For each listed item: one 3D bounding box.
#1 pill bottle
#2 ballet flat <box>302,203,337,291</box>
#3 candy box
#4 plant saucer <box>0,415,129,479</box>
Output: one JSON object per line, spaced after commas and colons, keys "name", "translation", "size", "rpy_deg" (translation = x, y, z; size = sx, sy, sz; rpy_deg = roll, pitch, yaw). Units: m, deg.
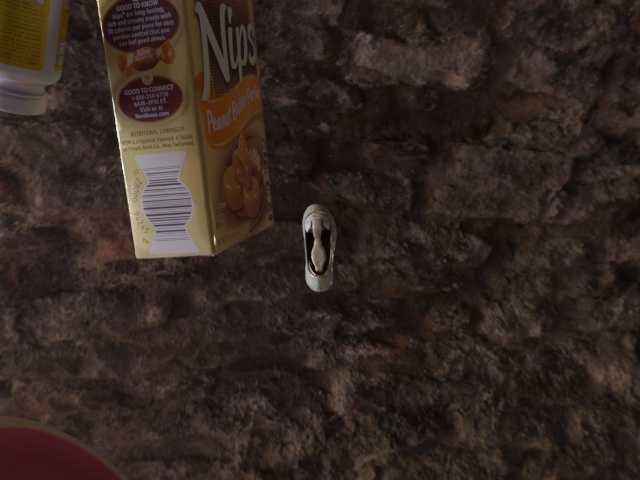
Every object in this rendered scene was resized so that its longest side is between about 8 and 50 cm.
{"name": "pill bottle", "translation": [-0.237, -0.162, 0.381], "size": [0.065, 0.065, 0.116], "rpy_deg": [12, -68, -18]}
{"name": "ballet flat", "translation": [0.000, 0.000, 0.775], "size": [0.057, 0.168, 0.052], "rpy_deg": [-5, -32, 0]}
{"name": "candy box", "translation": [-0.126, -0.153, 0.494], "size": [0.088, 0.183, 0.316], "rpy_deg": [-2, -80, 12]}
{"name": "plant saucer", "translation": [-0.286, 0.292, 0.497], "size": [0.332, 0.332, 0.084], "rpy_deg": [44, -103, -23]}
